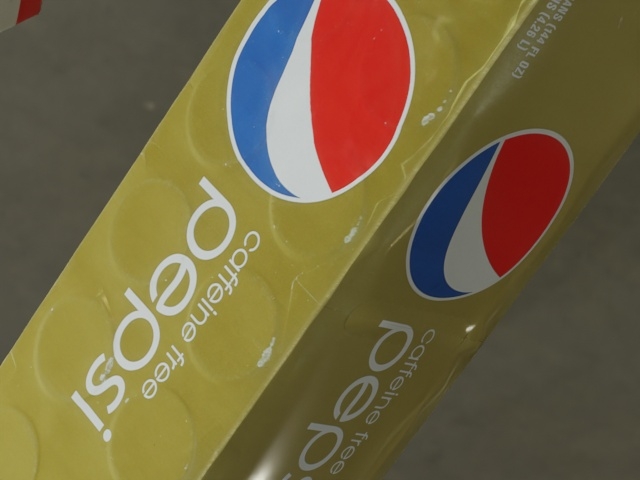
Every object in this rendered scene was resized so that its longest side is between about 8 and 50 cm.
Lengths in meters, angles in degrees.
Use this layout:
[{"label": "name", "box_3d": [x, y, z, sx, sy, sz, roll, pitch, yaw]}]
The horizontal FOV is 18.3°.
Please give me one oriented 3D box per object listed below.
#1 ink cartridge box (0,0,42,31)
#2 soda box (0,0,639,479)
[{"label": "ink cartridge box", "box_3d": [-0.208, -0.136, 0.874, 0.134, 0.231, 0.078, 20, 117, 17]}, {"label": "soda box", "box_3d": [0.000, 0.000, 0.405, 0.058, 0.061, 0.181, 14, 116, -51]}]
